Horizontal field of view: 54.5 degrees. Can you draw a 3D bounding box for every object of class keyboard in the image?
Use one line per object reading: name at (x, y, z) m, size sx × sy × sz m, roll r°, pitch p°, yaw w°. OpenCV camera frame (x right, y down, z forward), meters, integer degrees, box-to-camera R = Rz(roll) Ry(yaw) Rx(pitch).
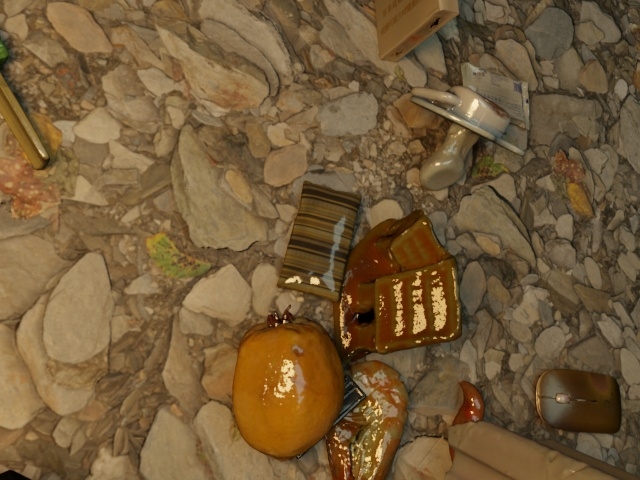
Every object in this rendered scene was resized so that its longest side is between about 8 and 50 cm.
keyboard at (0.005, 0.291, 1.032) m, size 0.155 × 0.010 × 0.053 m, roll -38°, pitch 75°, yaw -16°

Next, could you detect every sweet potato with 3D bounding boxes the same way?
sweet potato at (0.269, 0.363, 1.154) m, size 0.058 × 0.055 × 0.202 m, roll 34°, pitch 62°, yaw -51°

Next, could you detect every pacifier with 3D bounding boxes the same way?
pacifier at (0.264, -0.192, 1.234) m, size 0.279 × 0.227 × 0.207 m, roll 12°, pitch 106°, yaw -45°

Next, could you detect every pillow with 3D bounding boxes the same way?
pillow at (0.000, 0.000, 1.093) m, size 0.113 × 0.038 × 0.203 m, roll 15°, pitch 73°, yaw 0°

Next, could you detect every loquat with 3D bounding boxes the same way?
loquat at (-0.051, 0.214, 0.942) m, size 0.176 × 0.187 × 0.234 m, roll 4°, pitch 85°, yaw -19°

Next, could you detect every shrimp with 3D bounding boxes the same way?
shrimp at (0.066, 0.348, 1.053) m, size 0.154 × 0.062 × 0.294 m, roll 17°, pitch 68°, yaw -11°

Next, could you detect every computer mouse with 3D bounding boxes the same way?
computer mouse at (0.557, 0.341, 1.312) m, size 0.245 × 0.056 × 0.125 m, roll 13°, pitch 72°, yaw -23°

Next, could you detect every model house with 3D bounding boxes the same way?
model house at (0.144, 0.071, 1.049) m, size 0.173 × 0.239 × 0.268 m, roll 3°, pitch 78°, yaw -26°

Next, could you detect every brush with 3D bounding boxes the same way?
brush at (-0.466, -0.236, 0.904) m, size 0.048 × 0.054 × 0.282 m, roll -31°, pitch 94°, yaw -42°

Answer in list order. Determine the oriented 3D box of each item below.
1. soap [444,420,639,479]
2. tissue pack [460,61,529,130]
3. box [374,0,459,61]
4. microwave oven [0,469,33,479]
soap at (0.369, 0.498, 0.930) m, size 0.213 × 0.435 × 0.350 m, roll 22°, pitch 80°, yaw -25°
tissue pack at (0.396, -0.324, 1.392) m, size 0.193 × 0.026 × 0.122 m, roll 9°, pitch 74°, yaw -26°
box at (0.173, -0.566, 1.227) m, size 0.051 × 0.205 × 0.365 m, roll 1°, pitch 79°, yaw -27°
microwave oven at (-0.376, 0.388, 0.636) m, size 0.218 × 0.355 × 0.286 m, roll 36°, pitch 65°, yaw -16°
